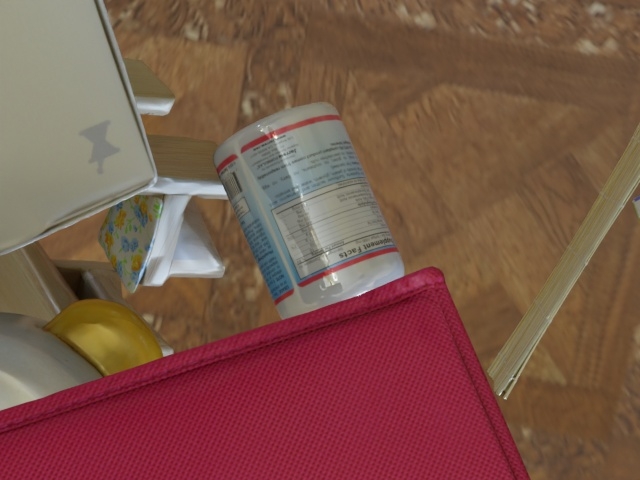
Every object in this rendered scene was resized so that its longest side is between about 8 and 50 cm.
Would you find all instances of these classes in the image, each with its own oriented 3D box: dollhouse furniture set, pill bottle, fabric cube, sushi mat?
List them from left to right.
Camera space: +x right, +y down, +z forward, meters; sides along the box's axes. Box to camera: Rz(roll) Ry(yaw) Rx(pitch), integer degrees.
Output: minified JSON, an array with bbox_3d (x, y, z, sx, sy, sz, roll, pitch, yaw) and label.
[{"bbox_3d":[-0.282,0.024,1.313,0.256,0.394,0.362,2,119,-31],"label":"dollhouse furniture set"},{"bbox_3d":[-0.035,0.204,0.623,0.254,0.259,0.258,-17,66,-11],"label":"fabric cube"},{"bbox_3d":[0.000,0.000,1.120,0.087,0.087,0.160,-24,83,5],"label":"pill bottle"},{"bbox_3d":[0.257,0.017,1.777,0.019,0.151,0.317,32,93,-1],"label":"sushi mat"}]

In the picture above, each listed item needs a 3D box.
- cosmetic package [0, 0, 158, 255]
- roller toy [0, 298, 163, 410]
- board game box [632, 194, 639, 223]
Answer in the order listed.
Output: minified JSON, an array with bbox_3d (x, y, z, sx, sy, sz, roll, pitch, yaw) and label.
[{"bbox_3d":[-0.214,-0.071,0.866,0.153,0.296,0.129,-24,107,-24],"label":"cosmetic package"},{"bbox_3d":[-0.181,0.133,0.930,0.191,0.146,0.209,3,93,4],"label":"roller toy"},{"bbox_3d":[0.331,0.123,1.229,0.078,0.347,0.233,-28,117,14],"label":"board game box"}]
